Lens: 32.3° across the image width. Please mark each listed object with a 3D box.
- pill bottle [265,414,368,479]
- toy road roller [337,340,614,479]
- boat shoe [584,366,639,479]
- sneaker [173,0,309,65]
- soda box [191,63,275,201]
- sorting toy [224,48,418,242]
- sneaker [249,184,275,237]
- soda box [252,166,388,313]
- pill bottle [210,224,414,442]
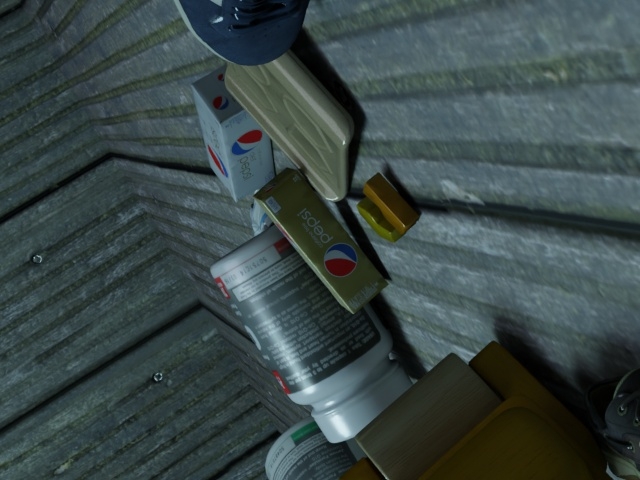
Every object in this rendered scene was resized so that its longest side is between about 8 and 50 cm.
[{"bbox_3d":[0.060,0.490,1.935,0.361,0.204,0.204,56,170,43],"label":"pill bottle"},{"bbox_3d":[0.144,0.213,0.938,0.329,0.202,0.241,46,176,43],"label":"toy road roller"},{"bbox_3d":[0.233,0.124,0.767,0.073,0.080,0.223,51,171,6],"label":"boat shoe"},{"bbox_3d":[-0.044,-0.223,0.855,0.148,0.131,0.350,57,168,24],"label":"sneaker"},{"bbox_3d":[-0.112,-0.140,1.460,0.074,0.069,0.216,53,166,21],"label":"soda box"},{"bbox_3d":[-0.004,-0.120,1.187,0.307,0.041,0.229,49,169,10],"label":"sorting toy"},{"bbox_3d":[-0.070,-0.023,1.620,0.191,0.071,0.083,100,146,-64],"label":"sneaker"},{"bbox_3d":[0.000,0.000,1.327,0.181,0.058,0.061,52,174,-14],"label":"soda box"},{"bbox_3d":[-0.007,0.112,1.455,0.283,0.161,0.161,58,167,-3],"label":"pill bottle"}]
